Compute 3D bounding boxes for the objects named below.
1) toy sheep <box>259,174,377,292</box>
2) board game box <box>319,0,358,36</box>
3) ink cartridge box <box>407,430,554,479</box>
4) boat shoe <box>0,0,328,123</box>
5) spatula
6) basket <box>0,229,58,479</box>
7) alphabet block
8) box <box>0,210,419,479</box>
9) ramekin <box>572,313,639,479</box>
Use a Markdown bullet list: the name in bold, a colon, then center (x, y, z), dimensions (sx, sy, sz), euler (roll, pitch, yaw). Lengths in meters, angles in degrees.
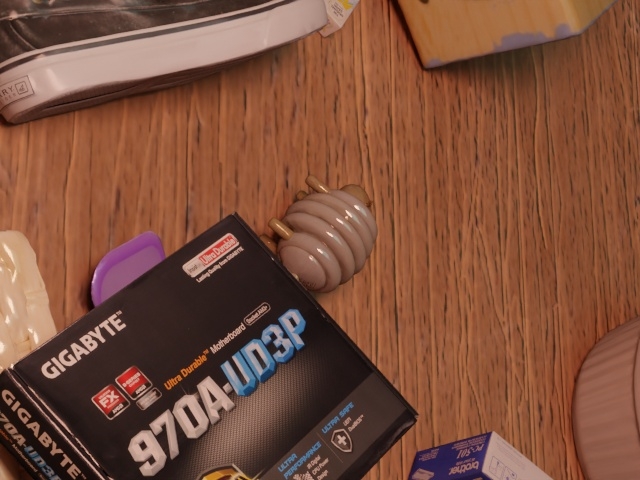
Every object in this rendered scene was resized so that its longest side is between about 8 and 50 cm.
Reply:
- **toy sheep**: center (0.000, 0.000, 1.436), dimensions (0.091, 0.091, 0.132), euler (49, 61, -18)
- **board game box**: center (-0.017, -0.281, 1.565), dimensions (0.154, 0.026, 0.103), euler (47, 48, -20)
- **ink cartridge box**: center (0.182, 0.252, 1.497), dimensions (0.207, 0.097, 0.046), euler (40, 51, -25)
- **boat shoe**: center (-0.128, -0.188, 1.357), dimensions (0.335, 0.121, 0.119), euler (-19, 92, -43)
- **spatula**: center (-0.100, 0.139, 1.323), dimensions (0.084, 0.030, 0.296), euler (-31, 96, -44)
- **basket**: center (-0.307, 0.182, 0.948), dimensions (0.328, 0.266, 0.331), euler (-11, 80, -44)
- **alphabet block**: center (0.182, -0.306, 1.623), dimensions (0.193, 0.192, 0.197), euler (-43, 116, -46)
- **box**: center (-0.063, 0.100, 0.956), dimensions (0.175, 0.051, 0.220), euler (48, 40, 5)
- **ramekin**: center (0.369, 0.188, 1.676), dimensions (0.273, 0.127, 0.273), euler (17, 64, -38)
